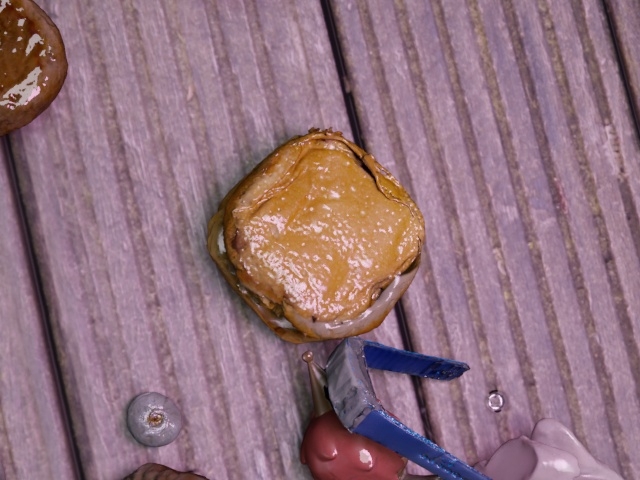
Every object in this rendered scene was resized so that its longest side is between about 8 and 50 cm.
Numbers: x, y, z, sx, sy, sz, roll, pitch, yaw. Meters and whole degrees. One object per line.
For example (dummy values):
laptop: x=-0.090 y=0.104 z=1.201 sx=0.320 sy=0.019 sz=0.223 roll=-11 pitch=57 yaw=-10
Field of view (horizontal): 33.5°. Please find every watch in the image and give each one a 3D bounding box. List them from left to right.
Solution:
watch: x=0.144 y=0.261 z=1.491 sx=0.275 sy=0.276 sz=0.068 roll=19 pitch=122 yaw=-35

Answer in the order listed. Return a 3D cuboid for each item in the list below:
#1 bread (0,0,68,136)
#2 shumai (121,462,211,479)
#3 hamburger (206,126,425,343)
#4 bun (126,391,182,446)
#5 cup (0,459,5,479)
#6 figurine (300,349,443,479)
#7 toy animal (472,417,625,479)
bread: x=-0.472 y=-0.250 z=1.485 sx=0.230 sy=0.123 sz=0.230 roll=1 pitch=83 yaw=-10
shumai: x=-0.188 y=0.478 z=1.439 sx=0.267 sy=0.314 sz=0.262 roll=-23 pitch=128 yaw=4
hamburger: x=0.000 y=0.000 z=1.562 sx=0.319 sy=0.158 sz=0.318 roll=2 pitch=82 yaw=-14
bun: x=-0.238 y=0.256 z=1.523 sx=0.083 sy=0.045 sz=0.083 roll=4 pitch=78 yaw=-17
cup: x=-0.566 y=0.267 z=1.342 sx=0.234 sy=0.186 sz=0.258 roll=-29 pitch=126 yaw=-10
figurine: x=0.079 y=0.330 z=1.552 sx=0.387 sy=0.207 sz=0.166 roll=53 pitch=40 yaw=6
toy animal: x=0.371 y=0.415 z=1.604 sx=0.265 sy=0.206 sz=0.271 roll=16 pitch=91 yaw=-22
